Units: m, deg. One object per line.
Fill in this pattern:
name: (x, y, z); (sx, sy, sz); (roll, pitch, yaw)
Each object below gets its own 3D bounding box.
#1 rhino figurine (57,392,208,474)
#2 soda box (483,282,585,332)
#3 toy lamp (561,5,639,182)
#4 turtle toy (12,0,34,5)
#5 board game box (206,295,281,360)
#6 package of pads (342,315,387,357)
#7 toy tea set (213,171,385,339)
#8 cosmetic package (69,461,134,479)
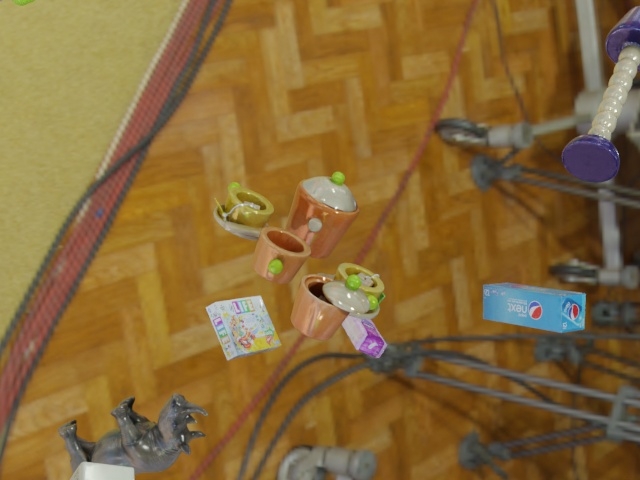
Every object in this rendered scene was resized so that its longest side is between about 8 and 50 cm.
rhino figurine: (-0.244, 0.264, 1.538); (0.106, 0.243, 0.073); (65, 25, -4)
soda box: (0.407, 0.127, 2.220); (0.067, 0.210, 0.071); (-4, 96, -35)
toy lamp: (0.380, -0.195, 1.464); (0.080, 0.080, 0.275); (52, 49, -33)
turtle toy: (-0.493, -0.392, 1.751); (0.130, 0.095, 0.066); (0, 80, -32)
board game box: (-0.138, 0.157, 2.096); (0.154, 0.026, 0.103); (-5, 68, -62)
package of pads: (0.066, 0.143, 1.791); (0.050, 0.083, 0.032); (25, 107, -27)
toy tea set: (0.000, 0.000, 1.549); (0.200, 0.336, 0.124); (10, 118, -34)
cosmetic package: (-0.157, 0.221, 0.810); (0.041, 0.060, 0.115); (12, 48, -25)
